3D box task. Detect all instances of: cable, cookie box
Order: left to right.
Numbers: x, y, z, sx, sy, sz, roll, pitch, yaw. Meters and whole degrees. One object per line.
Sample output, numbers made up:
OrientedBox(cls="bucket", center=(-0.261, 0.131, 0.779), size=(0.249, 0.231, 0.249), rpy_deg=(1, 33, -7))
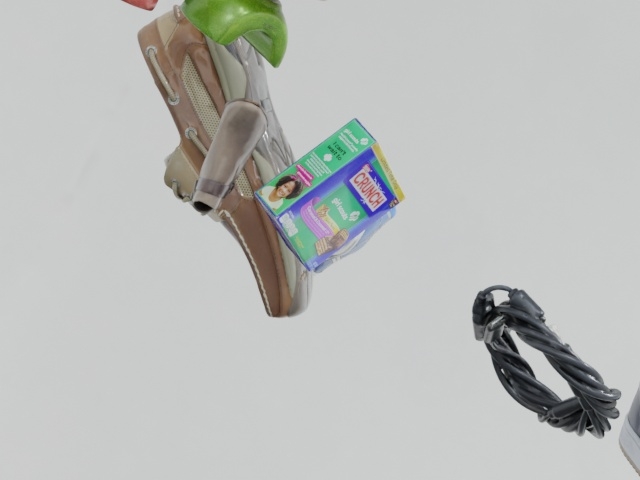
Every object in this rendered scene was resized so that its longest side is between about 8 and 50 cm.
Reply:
OrientedBox(cls="cookie box", center=(0.010, -0.038, 1.597), size=(0.040, 0.107, 0.092), rpy_deg=(49, -6, 36))
OrientedBox(cls="cable", center=(0.196, 0.109, 1.620), size=(0.150, 0.047, 0.184), rpy_deg=(36, -17, 22))

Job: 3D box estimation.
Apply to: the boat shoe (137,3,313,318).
OrientedBox(cls="boat shoe", center=(-0.090, -0.076, 1.829), size=(0.116, 0.324, 0.123), rpy_deg=(-17, -1, 9))

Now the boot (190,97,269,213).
OrientedBox(cls="boot", center=(-0.081, -0.069, 1.635), size=(0.042, 0.087, 0.118), rpy_deg=(25, -15, 0))

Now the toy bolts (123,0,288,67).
OrientedBox(cls="toy bolts", center=(-0.106, -0.281, 1.601), size=(0.228, 0.158, 0.218), rpy_deg=(16, 24, -52))

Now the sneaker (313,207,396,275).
OrientedBox(cls="sneaker", center=(0.000, 0.000, 2.008), size=(0.081, 0.080, 0.211), rpy_deg=(-14, -6, -39))

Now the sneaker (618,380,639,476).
OrientedBox(cls="sneaker", center=(0.360, 0.172, 1.721), size=(0.099, 0.153, 0.282), rpy_deg=(7, 18, -18))
